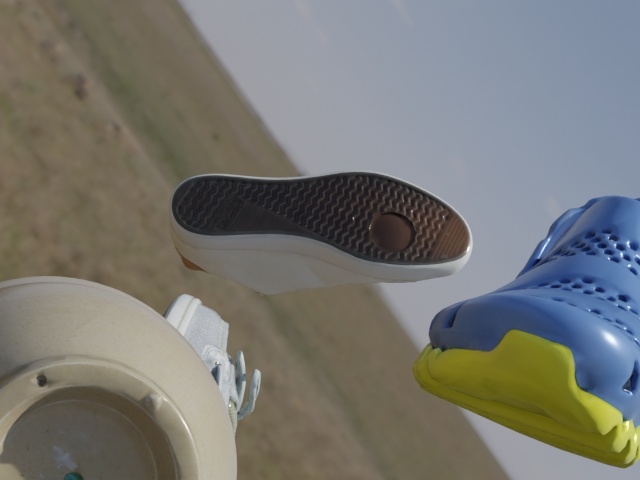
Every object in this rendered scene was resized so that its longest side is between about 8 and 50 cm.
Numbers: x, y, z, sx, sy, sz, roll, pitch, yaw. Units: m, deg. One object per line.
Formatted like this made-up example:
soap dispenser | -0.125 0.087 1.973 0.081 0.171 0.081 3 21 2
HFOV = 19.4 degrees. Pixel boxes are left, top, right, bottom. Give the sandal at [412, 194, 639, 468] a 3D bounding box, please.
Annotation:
sandal | 0.136 0.037 0.983 0.126 0.138 0.317 23 4 11

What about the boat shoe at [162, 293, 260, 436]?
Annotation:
boat shoe | -0.093 0.153 1.278 0.103 0.118 0.320 22 27 -10

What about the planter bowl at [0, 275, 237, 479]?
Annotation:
planter bowl | -0.105 0.094 0.752 0.162 0.162 0.109 55 -13 -7

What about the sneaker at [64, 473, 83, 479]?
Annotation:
sneaker | -0.175 0.126 1.066 0.098 0.224 0.083 -99 171 -66

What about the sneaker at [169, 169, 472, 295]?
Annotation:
sneaker | 0.000 0.000 1.819 0.123 0.290 0.106 94 4 -59
